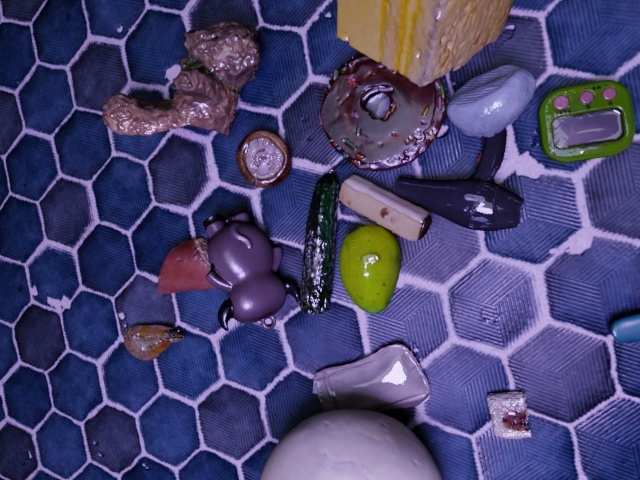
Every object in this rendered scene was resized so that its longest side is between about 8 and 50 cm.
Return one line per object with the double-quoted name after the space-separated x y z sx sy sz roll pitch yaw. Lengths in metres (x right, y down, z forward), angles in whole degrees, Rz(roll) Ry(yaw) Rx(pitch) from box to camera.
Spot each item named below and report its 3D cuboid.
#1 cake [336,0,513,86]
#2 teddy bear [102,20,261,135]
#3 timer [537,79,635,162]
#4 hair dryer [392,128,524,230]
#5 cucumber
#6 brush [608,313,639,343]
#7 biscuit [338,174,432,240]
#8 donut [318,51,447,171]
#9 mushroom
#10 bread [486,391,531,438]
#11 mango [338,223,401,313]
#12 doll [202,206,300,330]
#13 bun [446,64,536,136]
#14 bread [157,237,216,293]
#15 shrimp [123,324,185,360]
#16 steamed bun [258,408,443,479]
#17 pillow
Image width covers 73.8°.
0.144 -0.434 0.678 0.222 0.227 0.286 -38 63 -22 "cake"
-0.269 -0.323 0.847 0.295 0.246 0.223 0 114 -12 "teddy bear"
0.451 -0.201 0.731 0.140 0.047 0.128 -6 89 17 "timer"
0.274 -0.160 0.787 0.235 0.091 0.272 17 85 25 "hair dryer"
0.000 0.000 0.866 0.067 0.067 0.294 6 94 16 "cucumber"
0.586 0.133 0.720 0.193 0.032 0.043 -16 84 5 "brush"
0.120 -0.066 0.809 0.188 0.052 0.056 30 136 26 "biscuit"
0.118 -0.245 0.805 0.235 0.089 0.235 1 94 17 "donut"
-0.118 -0.171 0.898 0.123 0.052 0.123 2 99 11 "mushroom"
0.350 0.325 0.794 0.070 0.035 0.083 -6 94 18 "bread"
0.097 0.057 0.823 0.119 0.100 0.179 -3 100 14 "mango"
-0.154 0.063 0.877 0.182 0.117 0.257 -21 87 -25 "doll"
0.283 -0.225 0.705 0.140 0.141 0.083 -32 117 16 "bun"
-0.289 0.057 0.953 0.192 0.067 0.119 -9 90 16 "bread"
-0.392 0.236 1.011 0.184 0.043 0.092 -16 95 23 "shrimp"
0.060 0.448 0.781 0.333 0.233 0.312 39 105 -22 "steamed bun"
0.097 0.297 0.866 0.232 0.038 0.131 -27 83 16 "pillow"
